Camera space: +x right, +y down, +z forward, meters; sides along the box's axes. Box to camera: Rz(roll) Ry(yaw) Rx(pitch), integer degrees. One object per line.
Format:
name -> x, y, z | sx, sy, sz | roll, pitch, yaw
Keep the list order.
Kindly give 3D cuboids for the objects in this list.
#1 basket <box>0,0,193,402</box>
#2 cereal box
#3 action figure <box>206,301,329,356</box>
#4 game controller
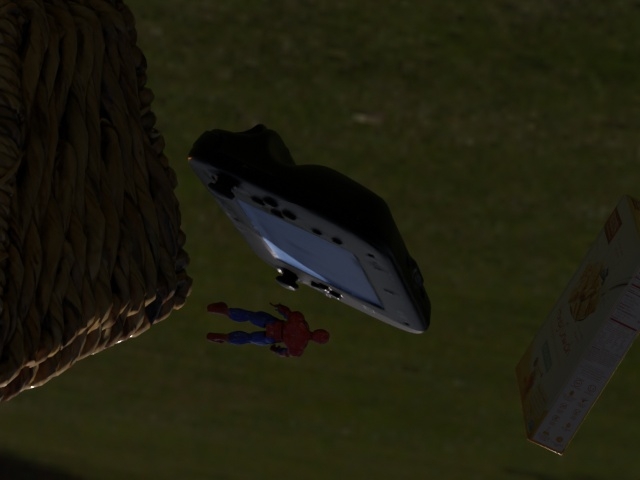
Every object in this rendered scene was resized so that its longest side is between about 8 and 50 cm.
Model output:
basket -> -0.247, -0.025, 0.924 | 0.299, 0.213, 0.223 | -8, -171, 25
cereal box -> 0.286, 0.085, 2.045 | 0.047, 0.240, 0.173 | 25, -160, -9
action figure -> -0.036, 0.065, 1.422 | 0.030, 0.038, 0.115 | 4, -178, -43
game controller -> 0.000, 0.000, 1.497 | 0.166, 0.067, 0.319 | 34, 173, 17
